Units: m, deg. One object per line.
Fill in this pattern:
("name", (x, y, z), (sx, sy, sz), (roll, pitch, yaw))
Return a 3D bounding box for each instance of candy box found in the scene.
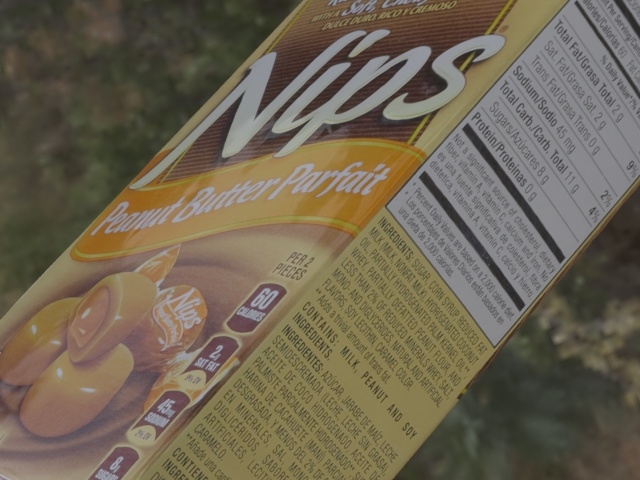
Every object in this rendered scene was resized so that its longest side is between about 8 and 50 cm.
("candy box", (0.000, 0.000, 0.775), (0.087, 0.316, 0.183), (51, 160, -27))
